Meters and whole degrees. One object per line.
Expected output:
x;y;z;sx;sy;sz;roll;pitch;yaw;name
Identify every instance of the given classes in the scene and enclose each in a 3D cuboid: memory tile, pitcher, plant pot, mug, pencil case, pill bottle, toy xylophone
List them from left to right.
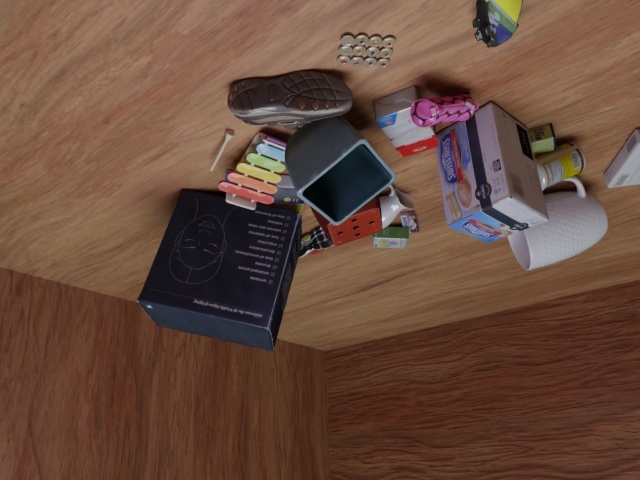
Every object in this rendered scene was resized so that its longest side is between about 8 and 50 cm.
-0.236;-0.245;1.772;0.236;0.081;0.322;10;137;-22;toy xylophone
0.033;-0.247;1.620;0.247;0.252;0.248;-39;144;12;plant pot
0.088;-0.139;1.841;0.267;0.235;0.267;-18;153;2;plant pot
0.121;-0.502;1.400;0.148;0.012;0.113;1;154;-7;memory tile
0.235;-0.137;2.083;0.207;0.125;0.178;-33;122;30;pitcher
0.356;-0.376;1.513;0.209;0.095;0.098;-20;-154;-37;pencil case
0.780;-0.247;1.802;0.215;0.117;0.117;-23;155;-6;pill bottle
0.930;-0.095;2.081;0.328;0.276;0.374;-17;123;5;mug

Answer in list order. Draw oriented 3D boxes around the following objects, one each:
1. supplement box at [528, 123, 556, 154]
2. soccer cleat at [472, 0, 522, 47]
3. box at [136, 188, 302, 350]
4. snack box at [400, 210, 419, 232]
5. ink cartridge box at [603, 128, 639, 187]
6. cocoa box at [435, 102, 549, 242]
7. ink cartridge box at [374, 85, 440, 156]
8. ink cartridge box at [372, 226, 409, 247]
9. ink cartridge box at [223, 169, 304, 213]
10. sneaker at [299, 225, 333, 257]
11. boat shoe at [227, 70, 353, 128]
0.733;-0.334;1.756;0.083;0.056;0.083;-13;153;21;supplement box
0.409;-0.578;1.209;0.121;0.093;0.289;-35;147;-2;soccer cleat
-0.353;0.112;2.001;0.480;0.471;0.297;12;152;5;box
0.391;-0.078;2.309;0.064;0.022;0.178;-7;155;14;snack box
1.195;-0.296;1.866;0.261;0.066;0.296;-5;155;5;ink cartridge box
0.532;-0.205;1.672;0.231;0.347;0.228;19;148;-38;cocoa box
0.272;-0.360;1.635;0.134;0.078;0.231;-15;151;24;ink cartridge box
0.286;-0.015;2.361;0.209;0.062;0.109;3;157;6;ink cartridge box
-0.219;-0.156;2.043;0.307;0.072;0.303;1;155;-12;ink cartridge box
0.000;0.000;2.388;0.279;0.107;0.118;-20;168;39;sneaker
-0.082;-0.394;1.508;0.355;0.132;0.130;3;165;9;boat shoe
